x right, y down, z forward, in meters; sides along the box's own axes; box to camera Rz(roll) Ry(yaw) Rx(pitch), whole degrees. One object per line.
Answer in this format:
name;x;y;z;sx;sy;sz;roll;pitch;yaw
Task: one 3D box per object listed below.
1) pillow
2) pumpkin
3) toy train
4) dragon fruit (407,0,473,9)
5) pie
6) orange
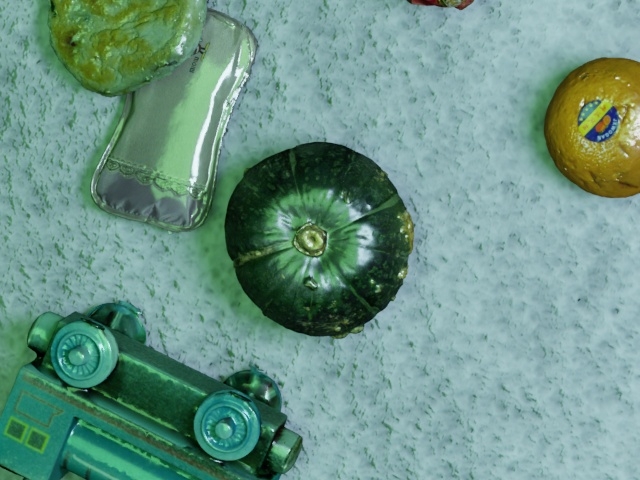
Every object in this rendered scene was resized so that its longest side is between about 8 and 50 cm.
pillow;-0.147;-0.126;1.968;0.130;0.038;0.233;18;91;13
pumpkin;-0.001;-0.001;1.892;0.190;0.146;0.190;-2;107;-6
toy train;-0.174;0.191;1.947;0.298;0.120;0.194;25;103;9
dragon fruit;0.072;-0.321;1.894;0.246;0.125;0.125;35;67;27
pie;-0.195;-0.236;1.956;0.187;0.041;0.187;-3;83;23
orange;0.281;-0.106;1.856;0.135;0.117;0.136;-3;81;21
